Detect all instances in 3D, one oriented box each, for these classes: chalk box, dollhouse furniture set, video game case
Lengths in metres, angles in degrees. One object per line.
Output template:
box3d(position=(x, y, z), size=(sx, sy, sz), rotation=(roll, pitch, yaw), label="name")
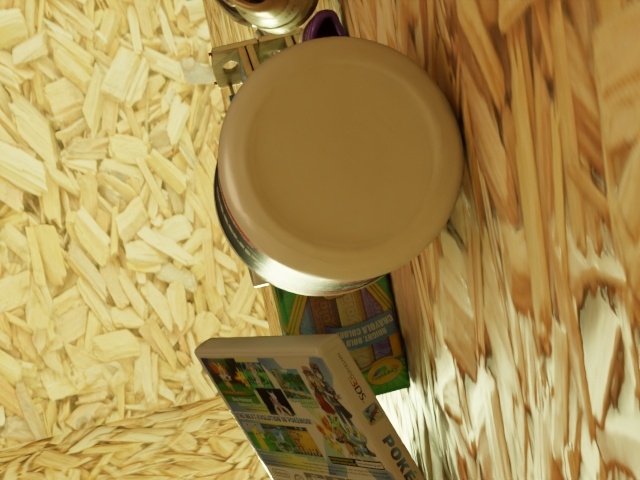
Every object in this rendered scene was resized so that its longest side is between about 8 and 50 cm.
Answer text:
box3d(position=(0.022, 0.117, 1.760), size=(0.132, 0.132, 0.213), rotation=(-125, 23, -75), label="chalk box")
box3d(position=(-0.063, -0.158, 1.962), size=(0.184, 0.129, 0.129), rotation=(83, 171, -48), label="dollhouse furniture set")
box3d(position=(0.006, 0.238, 1.675), size=(0.300, 0.036, 0.329), rotation=(60, 155, -11), label="video game case")

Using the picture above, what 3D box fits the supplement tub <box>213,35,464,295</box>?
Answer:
box3d(position=(0.006, -0.052, 1.247), size=(0.272, 0.191, 0.191), rotation=(129, 127, -82), label="supplement tub")

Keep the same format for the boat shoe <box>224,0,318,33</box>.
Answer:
box3d(position=(-0.131, -0.370, 1.595), size=(0.341, 0.121, 0.110), rotation=(49, -166, 14), label="boat shoe")

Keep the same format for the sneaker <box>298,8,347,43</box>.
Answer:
box3d(position=(0.011, -0.165, 1.575), size=(0.071, 0.068, 0.170), rotation=(115, 142, -71), label="sneaker")

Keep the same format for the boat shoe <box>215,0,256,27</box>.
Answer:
box3d(position=(-0.105, -0.403, 1.710), size=(0.130, 0.132, 0.355), rotation=(58, -167, -60), label="boat shoe")

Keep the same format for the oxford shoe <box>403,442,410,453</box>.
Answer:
box3d(position=(0.092, 0.397, 1.800), size=(0.130, 0.123, 0.348), rotation=(107, 149, -68), label="oxford shoe")

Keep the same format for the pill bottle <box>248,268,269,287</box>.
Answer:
box3d(position=(0.000, 0.000, 1.571), size=(0.087, 0.160, 0.087), rotation=(167, 90, -84), label="pill bottle")

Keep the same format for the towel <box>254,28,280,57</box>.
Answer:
box3d(position=(-0.042, -0.163, 2.229), size=(0.209, 0.034, 0.285), rotation=(-114, 10, -50), label="towel")
